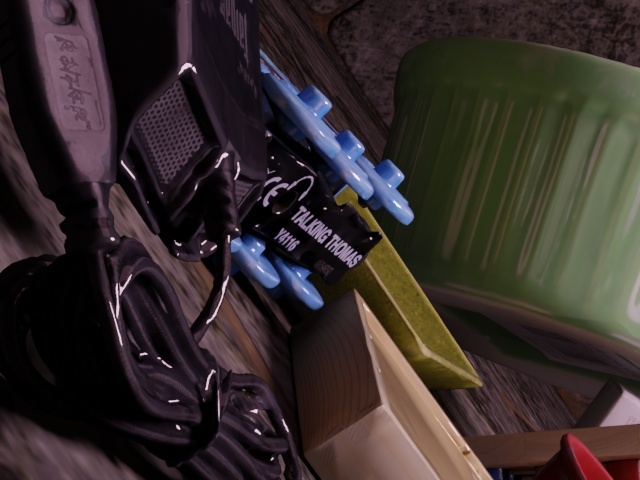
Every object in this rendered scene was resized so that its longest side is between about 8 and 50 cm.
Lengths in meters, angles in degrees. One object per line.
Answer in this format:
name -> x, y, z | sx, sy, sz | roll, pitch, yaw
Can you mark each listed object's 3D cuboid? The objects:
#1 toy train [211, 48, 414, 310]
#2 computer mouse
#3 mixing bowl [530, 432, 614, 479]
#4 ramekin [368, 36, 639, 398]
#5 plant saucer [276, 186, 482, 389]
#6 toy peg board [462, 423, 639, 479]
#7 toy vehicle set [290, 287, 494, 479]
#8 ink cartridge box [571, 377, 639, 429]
toy train -> -0.031, -0.037, 0.808 | 0.105, 0.080, 0.184 | 48, 4, 24
computer mouse -> -0.061, -0.059, 0.518 | 0.184, 0.060, 0.262 | 47, 36, -70
mixing bowl -> 0.068, 0.145, 0.444 | 0.181, 0.098, 0.181 | 54, 5, -7
ramekin -> 0.168, 0.004, 1.225 | 0.303, 0.148, 0.303 | 20, -10, 3
plant saucer -> 0.000, 0.000, 0.985 | 0.188, 0.045, 0.188 | 56, 6, 14
toy peg board -> 0.144, 0.142, 0.993 | 0.161, 0.161, 0.079 | 40, 46, -70
toy vehicle set -> 0.079, 0.153, 0.814 | 0.267, 0.035, 0.166 | 54, 6, -12
ink cartridge box -> 0.204, 0.170, 1.171 | 0.150, 0.109, 0.063 | 36, 4, -1
